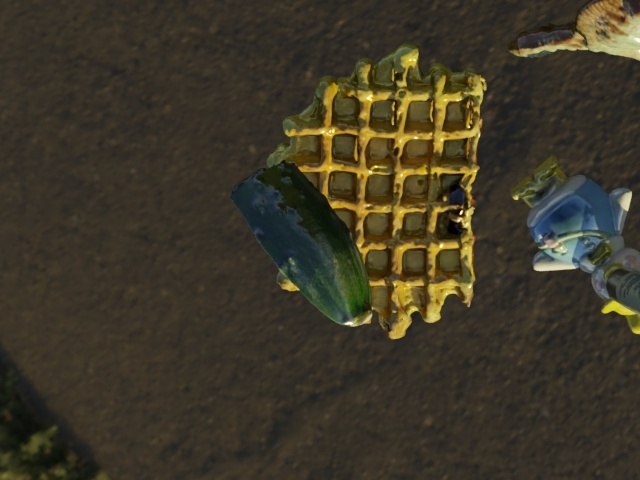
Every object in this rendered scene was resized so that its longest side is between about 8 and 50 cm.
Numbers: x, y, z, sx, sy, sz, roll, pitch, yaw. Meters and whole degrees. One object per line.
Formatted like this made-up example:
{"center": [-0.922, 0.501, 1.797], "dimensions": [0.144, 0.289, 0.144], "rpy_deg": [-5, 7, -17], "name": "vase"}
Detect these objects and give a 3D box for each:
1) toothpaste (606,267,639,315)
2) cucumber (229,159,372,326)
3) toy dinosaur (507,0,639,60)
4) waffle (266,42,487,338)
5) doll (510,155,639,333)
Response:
{"center": [0.338, 0.066, 1.304], "dimensions": [0.039, 0.062, 0.239], "rpy_deg": [53, 174, -17], "name": "toothpaste"}
{"center": [0.000, 0.000, 0.813], "dimensions": [0.035, 0.067, 0.107], "rpy_deg": [-46, 69, 26], "name": "cucumber"}
{"center": [0.332, -0.213, 1.132], "dimensions": [0.393, 0.205, 0.092], "rpy_deg": [-19, 77, 62], "name": "toy dinosaur"}
{"center": [0.076, -0.048, 1.463], "dimensions": [0.309, 0.065, 0.283], "rpy_deg": [-43, 94, 14], "name": "waffle"}
{"center": [0.341, 0.006, 1.715], "dimensions": [0.241, 0.135, 0.099], "rpy_deg": [50, 165, 8], "name": "doll"}
